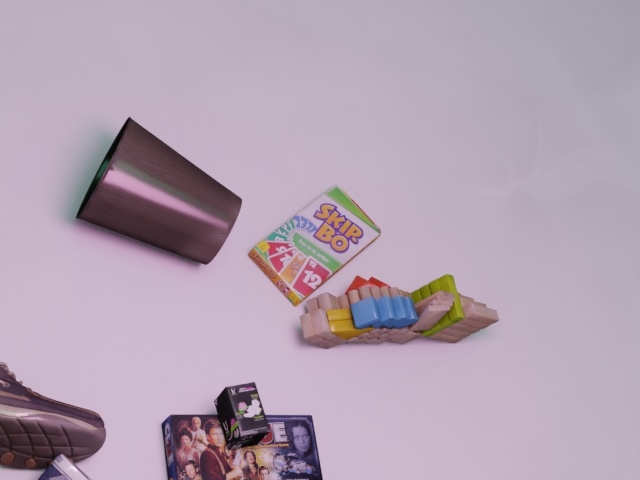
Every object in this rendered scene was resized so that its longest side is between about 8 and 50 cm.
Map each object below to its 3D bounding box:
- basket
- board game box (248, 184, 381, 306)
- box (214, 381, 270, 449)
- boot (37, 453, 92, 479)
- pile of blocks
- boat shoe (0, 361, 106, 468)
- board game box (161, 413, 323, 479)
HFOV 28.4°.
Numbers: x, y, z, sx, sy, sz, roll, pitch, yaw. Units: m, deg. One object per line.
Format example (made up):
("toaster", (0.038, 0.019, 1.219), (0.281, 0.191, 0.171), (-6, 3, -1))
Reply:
("basket", (-0.256, -0.068, 2.079), (0.227, 0.154, 0.204), (28, 50, -14))
("board game box", (0.000, 0.000, 2.242), (0.124, 0.039, 0.259), (47, 49, 5))
("box", (-0.121, 0.268, 1.938), (0.052, 0.062, 0.083), (-6, 65, -29))
("boot", (-0.333, 0.398, 1.813), (0.190, 0.069, 0.086), (45, 79, -8))
("pile of blocks", (0.132, 0.102, 2.173), (0.362, 0.149, 0.112), (-1, 62, -27))
("boat shoe", (-0.471, 0.227, 1.793), (0.355, 0.132, 0.130), (17, 44, -28))
("board game box", (-0.117, 0.352, 1.958), (0.243, 0.042, 0.165), (3, 60, -26))
